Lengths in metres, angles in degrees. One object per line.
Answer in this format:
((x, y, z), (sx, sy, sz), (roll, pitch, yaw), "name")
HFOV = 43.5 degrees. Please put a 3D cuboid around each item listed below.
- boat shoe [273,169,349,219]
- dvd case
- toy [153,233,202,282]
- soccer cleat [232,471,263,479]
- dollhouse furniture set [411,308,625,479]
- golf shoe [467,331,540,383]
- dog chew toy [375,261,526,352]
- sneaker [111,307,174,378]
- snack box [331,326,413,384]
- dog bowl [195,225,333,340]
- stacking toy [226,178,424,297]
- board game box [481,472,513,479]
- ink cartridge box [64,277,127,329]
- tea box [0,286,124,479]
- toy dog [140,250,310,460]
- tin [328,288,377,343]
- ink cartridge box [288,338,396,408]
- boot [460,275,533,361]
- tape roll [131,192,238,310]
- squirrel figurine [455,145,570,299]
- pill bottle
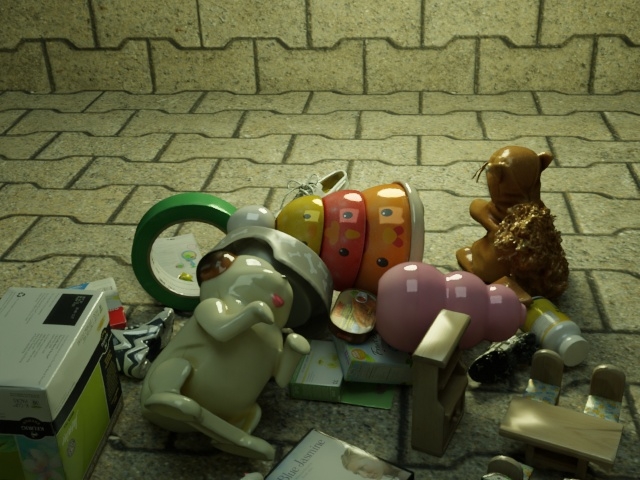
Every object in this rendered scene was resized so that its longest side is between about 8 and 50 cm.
((-0.032, -0.142, 2.568), (0.135, 0.157, 0.367), (23, 38, 38), "boat shoe")
((0.036, 0.477, 1.605), (0.253, 0.022, 0.180), (16, 35, 30), "dvd case")
((-0.411, 0.073, 2.324), (0.136, 0.056, 0.237), (-9, 35, -18), "toy")
((-0.171, 0.518, 1.513), (0.076, 0.068, 0.196), (28, 48, 35), "soccer cleat")
((0.395, 0.327, 1.602), (0.394, 0.257, 0.362), (12, 33, 24), "dollhouse furniture set")
((0.421, 0.277, 1.894), (0.198, 0.077, 0.094), (-21, 8, -20), "golf shoe")
((0.291, 0.155, 1.797), (0.331, 0.207, 0.207), (3, 30, 4), "dog chew toy")
((-0.468, 0.237, 1.996), (0.153, 0.094, 0.235), (13, 42, 9), "sneaker")
((0.143, 0.254, 1.880), (0.207, 0.070, 0.174), (5, 32, -16), "snack box")
((-0.125, 0.107, 1.958), (0.348, 0.349, 0.102), (10, 49, 21), "dog bowl")
((0.000, 0.000, 2.040), (0.479, 0.351, 0.351), (5, 28, -13), "stacking toy")
((0.360, 0.489, 1.381), (0.060, 0.194, 0.194), (-19, 34, -26), "board game box")
((-0.584, 0.196, 2.097), (0.134, 0.078, 0.231), (-13, 31, -17), "ink cartridge box")
((-0.569, 0.317, 1.633), (0.219, 0.324, 0.329), (1, 29, 6), "tea box")
((-0.193, 0.226, 1.730), (0.395, 0.284, 0.408), (-16, 45, 55), "toy dog")
((0.079, 0.175, 1.878), (0.106, 0.040, 0.190), (22, 30, 5), "tin")
((0.059, 0.309, 1.871), (0.235, 0.056, 0.171), (3, 29, 13), "ink cartridge box")
((0.385, 0.204, 1.945), (0.280, 0.096, 0.264), (-20, 18, -2), "boot")
((-0.333, 0.032, 2.117), (0.321, 0.321, 0.077), (-5, 28, -4), "tape roll")
((0.544, -0.052, 2.142), (0.280, 0.371, 0.397), (-6, 30, -7), "squirrel figurine")
((0.560, 0.221, 1.931), (0.103, 0.103, 0.184), (-13, 31, -17), "pill bottle")
